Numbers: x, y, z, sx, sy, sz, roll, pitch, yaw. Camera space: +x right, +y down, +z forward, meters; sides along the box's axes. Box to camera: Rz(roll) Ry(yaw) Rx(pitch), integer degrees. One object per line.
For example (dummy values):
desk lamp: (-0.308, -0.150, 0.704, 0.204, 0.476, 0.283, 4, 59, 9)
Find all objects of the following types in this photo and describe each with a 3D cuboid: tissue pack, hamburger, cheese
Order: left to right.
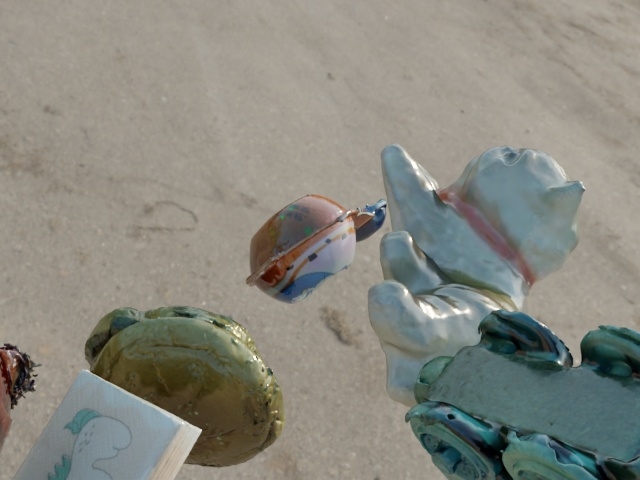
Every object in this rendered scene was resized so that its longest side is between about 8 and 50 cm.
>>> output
tissue pack: (-0.281, 0.316, 0.845, 0.170, 0.071, 0.325, 17, 67, 30)
hamburger: (-0.192, 0.216, 1.093, 0.285, 0.265, 0.134, -2, 45, 6)
cheese: (0.000, 0.000, 1.244, 0.129, 0.217, 0.329, 56, 35, 6)

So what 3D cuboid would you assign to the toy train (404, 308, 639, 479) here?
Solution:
toy train: (0.145, 0.123, 0.447, 0.107, 0.198, 0.154, -49, 117, -22)

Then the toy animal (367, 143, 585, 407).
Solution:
toy animal: (0.148, 0.023, 0.691, 0.188, 0.266, 0.308, -4, -7, 14)

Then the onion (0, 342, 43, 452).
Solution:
onion: (-0.562, 0.221, 1.147, 0.286, 0.347, 0.347, -13, 50, -43)
